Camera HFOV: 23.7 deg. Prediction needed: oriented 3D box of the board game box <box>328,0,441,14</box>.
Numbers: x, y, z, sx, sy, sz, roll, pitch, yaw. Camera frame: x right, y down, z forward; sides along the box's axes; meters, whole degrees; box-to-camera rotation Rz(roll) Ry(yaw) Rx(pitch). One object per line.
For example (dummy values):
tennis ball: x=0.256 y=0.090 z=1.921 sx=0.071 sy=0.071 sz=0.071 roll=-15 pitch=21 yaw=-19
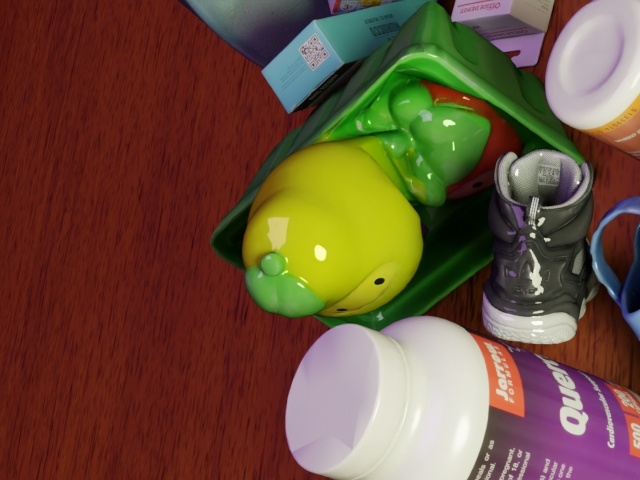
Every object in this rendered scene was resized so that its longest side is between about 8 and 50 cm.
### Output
board game box: x=0.093 y=-0.402 z=1.750 sx=0.275 sy=0.142 sz=0.144 roll=112 pitch=149 yaw=-58

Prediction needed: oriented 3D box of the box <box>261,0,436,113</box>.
box: x=0.048 y=-0.216 z=1.745 sx=0.100 sy=0.244 sz=0.060 roll=-39 pitch=80 yaw=37

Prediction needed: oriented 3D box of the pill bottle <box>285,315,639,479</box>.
pill bottle: x=0.135 y=0.174 z=1.303 sx=0.181 sy=0.323 sz=0.182 roll=-32 pitch=48 yaw=43

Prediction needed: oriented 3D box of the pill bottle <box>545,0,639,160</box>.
pill bottle: x=0.308 y=-0.119 z=1.320 sx=0.121 sy=0.216 sz=0.121 roll=-33 pitch=46 yaw=42

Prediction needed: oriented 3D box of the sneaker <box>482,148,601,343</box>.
sneaker: x=0.210 y=-0.014 z=1.395 sx=0.268 sy=0.101 sz=0.153 roll=-51 pitch=-34 yaw=-68

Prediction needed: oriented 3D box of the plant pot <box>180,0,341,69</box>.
plant pot: x=-0.079 y=-0.368 z=1.996 sx=0.248 sy=0.252 sz=0.247 roll=-60 pitch=33 yaw=11

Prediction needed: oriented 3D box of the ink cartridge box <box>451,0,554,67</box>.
ink cartridge box: x=0.210 y=-0.285 z=1.703 sx=0.104 sy=0.060 sz=0.180 roll=0 pitch=72 yaw=55

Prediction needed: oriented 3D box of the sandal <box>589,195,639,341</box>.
sandal: x=0.305 y=0.082 z=1.286 sx=0.126 sy=0.138 sz=0.317 roll=-42 pitch=43 yaw=32

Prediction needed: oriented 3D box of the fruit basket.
fruit basket: x=0.059 y=-0.025 z=1.562 sx=0.392 sy=0.283 sz=0.392 roll=-46 pitch=24 yaw=27
